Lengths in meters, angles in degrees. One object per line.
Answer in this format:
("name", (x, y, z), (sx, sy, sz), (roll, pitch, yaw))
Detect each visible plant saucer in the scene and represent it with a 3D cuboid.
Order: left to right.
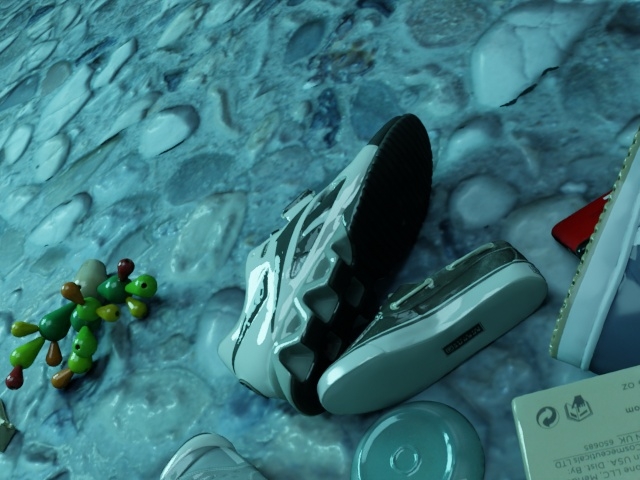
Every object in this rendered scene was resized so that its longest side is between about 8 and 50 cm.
("plant saucer", (0.073, 0.183, 0.573), (0.119, 0.021, 0.119), (-19, 46, 21))

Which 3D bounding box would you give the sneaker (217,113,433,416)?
("sneaker", (0.000, 0.000, 0.708), (0.146, 0.122, 0.330), (12, 62, 39))

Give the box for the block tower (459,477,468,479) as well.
("block tower", (-0.001, 0.283, 0.486), (0.336, 0.097, 0.091), (-30, 43, 9))

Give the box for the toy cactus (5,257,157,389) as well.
("toy cactus", (-0.308, 0.083, 0.889), (0.219, 0.112, 0.180), (-40, 31, 13))

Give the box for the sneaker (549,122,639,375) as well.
("sneaker", (0.286, -0.017, 0.485), (0.153, 0.099, 0.282), (24, 90, 29))

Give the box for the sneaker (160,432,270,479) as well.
("sneaker", (-0.120, 0.281, 0.583), (0.132, 0.086, 0.228), (18, 66, 41))

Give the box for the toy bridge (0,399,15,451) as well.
("toy bridge", (-0.452, 0.225, 0.912), (0.188, 0.026, 0.063), (2, 55, 37))

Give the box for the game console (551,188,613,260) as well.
("game console", (0.289, -0.002, 0.583), (0.144, 0.085, 0.124), (-32, 11, 8))

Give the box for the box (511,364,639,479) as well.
("box", (0.201, 0.231, 0.348), (0.121, 0.148, 0.311), (-21, 44, 22))

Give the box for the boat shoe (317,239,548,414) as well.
("boat shoe", (0.090, 0.076, 0.618), (0.219, 0.077, 0.070), (-30, 43, -1))
